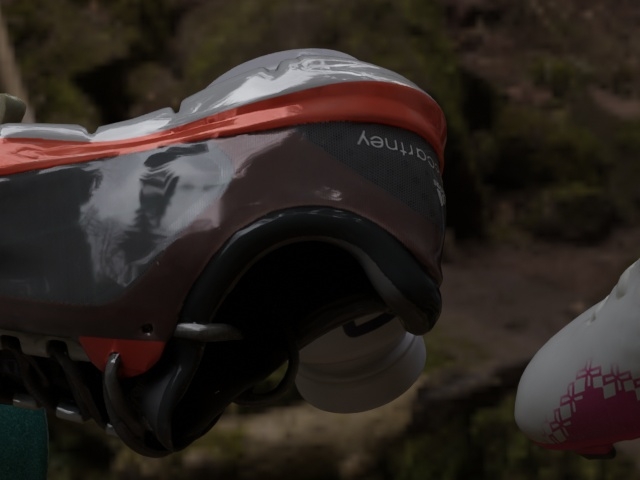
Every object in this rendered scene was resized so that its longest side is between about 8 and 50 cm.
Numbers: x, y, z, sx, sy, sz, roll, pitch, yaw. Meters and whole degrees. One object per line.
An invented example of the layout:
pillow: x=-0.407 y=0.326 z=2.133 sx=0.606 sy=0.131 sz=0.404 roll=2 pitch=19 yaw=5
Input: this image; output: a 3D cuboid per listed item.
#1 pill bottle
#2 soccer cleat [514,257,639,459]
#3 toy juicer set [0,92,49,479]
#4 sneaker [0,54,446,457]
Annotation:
pill bottle: x=0.000 y=0.000 z=0.951 sx=0.094 sy=0.169 sz=0.094 roll=-11 pitch=36 yaw=8
soccer cleat: x=0.226 y=0.003 z=1.052 sx=0.331 sy=0.143 sz=0.116 roll=-27 pitch=21 yaw=28
toy juicer set: x=-0.198 y=0.072 z=0.891 sx=0.209 sy=0.329 sz=0.089 roll=20 pitch=18 yaw=39
sneaker: x=-0.048 y=0.014 z=0.394 sx=0.158 sy=0.065 sz=0.061 roll=-19 pitch=-34 yaw=14
